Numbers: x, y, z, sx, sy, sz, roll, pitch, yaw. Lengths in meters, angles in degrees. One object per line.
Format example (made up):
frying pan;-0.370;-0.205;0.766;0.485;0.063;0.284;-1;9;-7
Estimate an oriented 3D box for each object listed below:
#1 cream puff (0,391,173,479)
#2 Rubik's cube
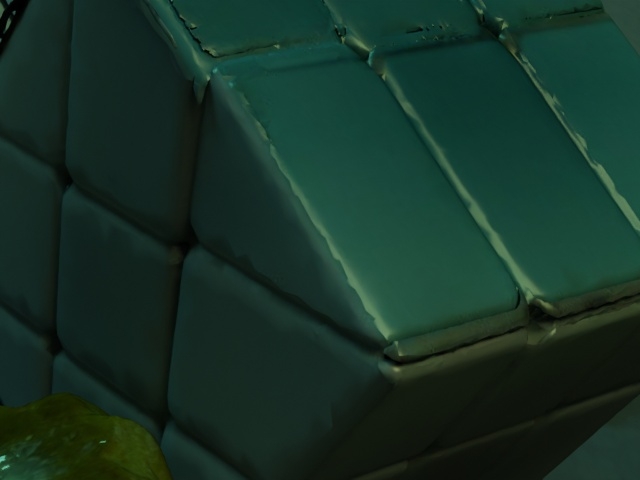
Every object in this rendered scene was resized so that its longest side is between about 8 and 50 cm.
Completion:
cream puff;-0.103;0.134;0.633;0.146;0.146;0.116;-59;135;-54
Rubik's cube;0.000;0.000;0.740;0.225;0.221;0.231;-15;64;-40
